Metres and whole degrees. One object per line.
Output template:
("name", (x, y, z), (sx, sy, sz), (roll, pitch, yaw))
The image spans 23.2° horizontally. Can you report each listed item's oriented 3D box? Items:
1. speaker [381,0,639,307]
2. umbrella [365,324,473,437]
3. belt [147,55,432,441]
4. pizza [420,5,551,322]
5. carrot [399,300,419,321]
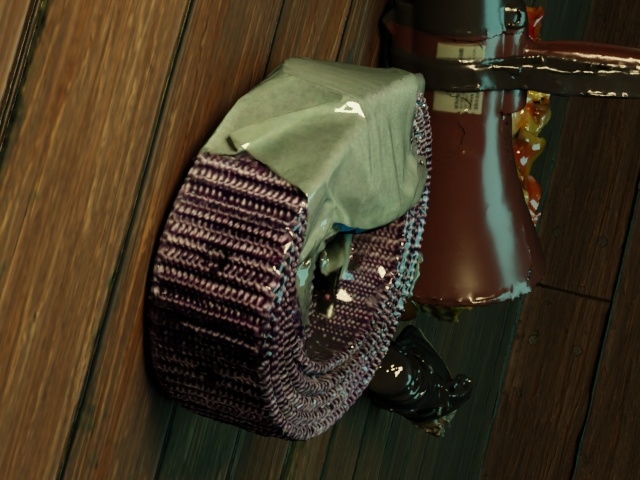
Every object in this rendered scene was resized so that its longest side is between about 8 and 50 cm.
("speaker", (0.171, -0.101, 1.485), (0.198, 0.259, 0.329), (-34, 138, -48))
("umbrella", (0.107, 0.158, 1.802), (0.106, 0.113, 0.357), (-54, 165, -2))
("belt", (-0.013, 0.004, 1.110), (0.325, 0.122, 0.260), (-29, 131, -63))
("pizza", (0.213, -0.052, 1.883), (0.406, 0.130, 0.440), (-81, -177, -72))
("carrot", (0.103, -0.010, 1.758), (0.061, 0.061, 0.210), (84, 19, -55))
